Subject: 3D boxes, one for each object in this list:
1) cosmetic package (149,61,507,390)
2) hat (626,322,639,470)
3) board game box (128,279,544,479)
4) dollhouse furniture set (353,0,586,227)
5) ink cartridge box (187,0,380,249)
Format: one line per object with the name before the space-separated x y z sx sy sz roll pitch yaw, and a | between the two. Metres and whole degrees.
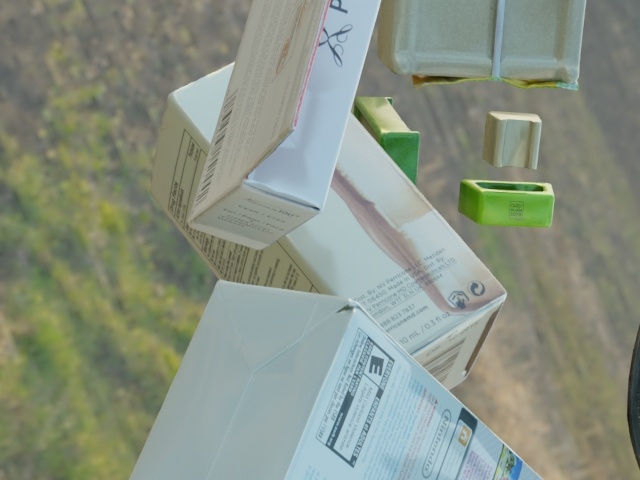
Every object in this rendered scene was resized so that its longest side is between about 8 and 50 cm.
cosmetic package | 0.000 0.000 1.606 0.296 0.129 0.153 51 -28 19
hat | 0.346 0.082 1.104 0.134 0.331 0.331 -46 -123 61
board game box | 0.020 0.191 0.971 0.303 0.097 0.224 44 62 -44
dollhouse furniture set | 0.146 -0.178 1.962 0.151 0.197 0.302 -116 -151 -73
ink cartridge box | 0.008 -0.161 1.288 0.261 0.066 0.296 147 -40 -69
